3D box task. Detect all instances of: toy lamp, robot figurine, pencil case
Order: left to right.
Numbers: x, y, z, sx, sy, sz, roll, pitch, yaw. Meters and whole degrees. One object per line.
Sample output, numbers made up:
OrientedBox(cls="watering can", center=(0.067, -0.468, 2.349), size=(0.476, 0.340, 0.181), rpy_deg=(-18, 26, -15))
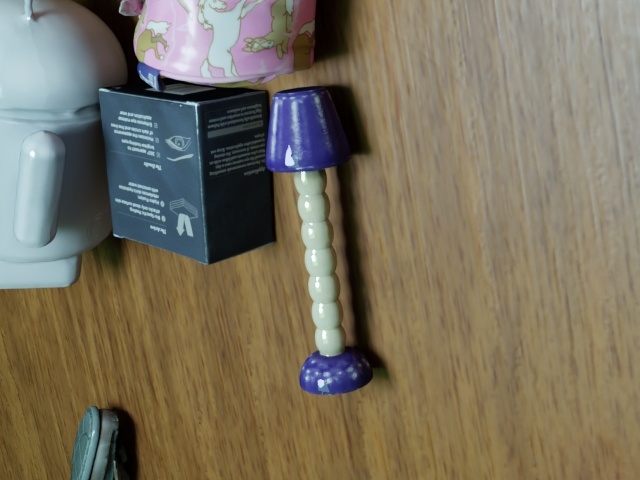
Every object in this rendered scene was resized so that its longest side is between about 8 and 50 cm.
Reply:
OrientedBox(cls="robot figurine", center=(-0.317, -0.117, 1.080), size=(0.300, 0.200, 0.353), rpy_deg=(-124, 38, -50))
OrientedBox(cls="pencil case", center=(-0.087, -0.321, 0.805), size=(0.160, 0.167, 0.386), rpy_deg=(-118, 27, -67))
OrientedBox(cls="toy lamp", center=(0.000, 0.000, 0.893), size=(0.080, 0.080, 0.274), rpy_deg=(6, 112, 44))

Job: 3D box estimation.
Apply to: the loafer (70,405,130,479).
OrientedBox(cls="loafer", center=(-0.295, 0.326, 1.330), size=(0.096, 0.084, 0.267), rpy_deg=(-111, 35, -51))

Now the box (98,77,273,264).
OrientedBox(cls="box", center=(-0.134, -0.074, 0.987), size=(0.156, 0.093, 0.158), rpy_deg=(15, 114, 41))
